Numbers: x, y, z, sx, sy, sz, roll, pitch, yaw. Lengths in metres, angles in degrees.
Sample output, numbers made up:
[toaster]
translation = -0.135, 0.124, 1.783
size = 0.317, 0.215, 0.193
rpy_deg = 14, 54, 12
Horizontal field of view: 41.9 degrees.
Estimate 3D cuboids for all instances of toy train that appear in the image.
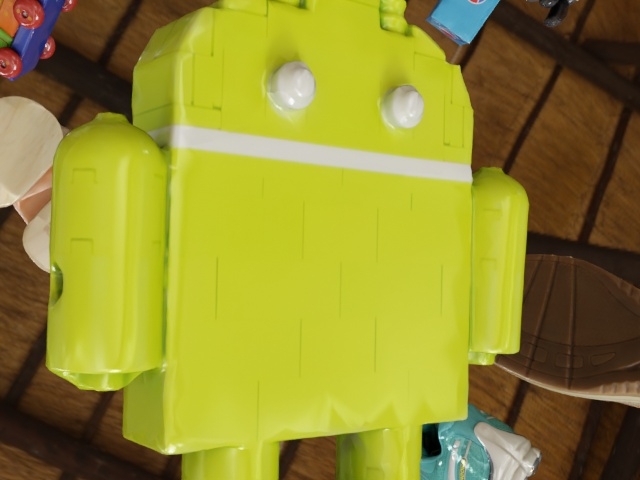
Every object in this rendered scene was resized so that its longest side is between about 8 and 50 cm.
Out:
[toy train]
translation = -0.407, -0.349, 1.116
size = 0.143, 0.248, 0.105
rpy_deg = 36, -146, -5

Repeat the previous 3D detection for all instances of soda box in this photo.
[soda box]
translation = 0.244, -0.392, 1.217
size = 0.071, 0.067, 0.210
rpy_deg = 34, -83, -7

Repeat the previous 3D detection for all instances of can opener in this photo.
[can opener]
translation = 0.316, -0.321, 1.135
size = 0.073, 0.059, 0.186
rpy_deg = -20, -159, 24

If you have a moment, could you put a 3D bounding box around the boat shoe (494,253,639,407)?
[boat shoe]
translation = 0.287, 0.100, 0.762
size = 0.342, 0.123, 0.123
rpy_deg = 8, -108, 32

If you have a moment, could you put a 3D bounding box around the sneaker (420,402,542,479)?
[sneaker]
translation = 0.137, 0.230, 0.871
size = 0.110, 0.275, 0.107
rpy_deg = 40, -117, 10

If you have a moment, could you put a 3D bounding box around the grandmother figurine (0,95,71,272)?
[grandmother figurine]
translation = -0.226, -0.055, 0.714
size = 0.104, 0.208, 0.342
rpy_deg = -33, -161, -10

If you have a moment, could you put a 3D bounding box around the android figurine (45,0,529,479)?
[android figurine]
translation = 0.000, 0.000, 0.378
size = 0.056, 0.248, 0.273
rpy_deg = 1, -94, 54
